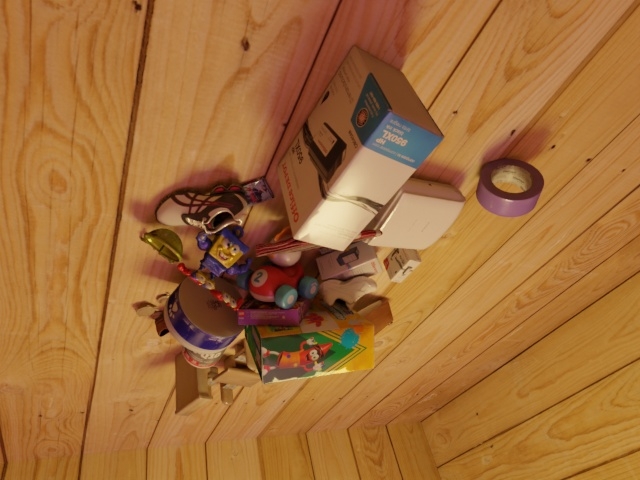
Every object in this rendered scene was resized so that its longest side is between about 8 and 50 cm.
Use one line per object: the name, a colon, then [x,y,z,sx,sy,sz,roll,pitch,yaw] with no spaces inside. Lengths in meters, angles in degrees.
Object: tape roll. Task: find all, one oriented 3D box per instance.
tape roll: [0.599,-0.169,1.373,0.189,0.189,0.080,-14,142,-3]

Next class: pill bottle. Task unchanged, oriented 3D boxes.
pill bottle: [-0.420,0.359,1.669,0.161,0.161,0.283,10,135,-29]

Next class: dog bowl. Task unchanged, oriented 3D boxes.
dog bowl: [-0.382,0.242,1.460,0.265,0.264,0.104,20,127,-37]

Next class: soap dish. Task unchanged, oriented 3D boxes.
soap dish: [0.171,0.387,1.860,0.291,0.118,0.229,-17,154,-53]

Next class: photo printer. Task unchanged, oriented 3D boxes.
photo printer: [0.313,-0.082,1.430,0.308,0.107,0.256,5,134,-30]

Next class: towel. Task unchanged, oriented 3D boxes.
towel: [0.000,0.000,1.293,0.237,0.037,0.329,-13,175,42]

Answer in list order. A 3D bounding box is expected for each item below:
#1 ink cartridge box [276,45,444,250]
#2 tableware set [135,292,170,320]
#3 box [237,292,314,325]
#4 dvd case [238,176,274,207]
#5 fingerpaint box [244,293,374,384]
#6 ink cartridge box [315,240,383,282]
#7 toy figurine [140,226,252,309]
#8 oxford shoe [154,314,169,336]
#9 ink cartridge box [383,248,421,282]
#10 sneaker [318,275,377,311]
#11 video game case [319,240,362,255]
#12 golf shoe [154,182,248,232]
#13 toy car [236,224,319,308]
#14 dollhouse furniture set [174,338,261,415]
ink cartridge box: [0.067,-0.209,1.058,0.166,0.285,0.395,14,132,-31]
tableware set: [-0.585,0.254,1.597,0.169,0.020,0.141,-23,146,2]
box: [-0.143,0.221,1.499,0.201,0.293,0.057,-1,98,9]
dvd case: [-0.206,-0.137,1.268,0.120,0.013,0.087,-20,141,3]
fingerpaint box: [-0.063,0.327,1.542,0.371,0.445,0.163,-3,98,-17]
ink cartridge box: [0.109,0.091,1.573,0.213,0.093,0.154,-21,153,8]
toy figurine: [-0.340,0.024,1.343,0.362,0.191,0.217,44,71,-22]
oxford shoe: [-0.521,0.289,1.596,0.212,0.076,0.076,-35,143,16]
ink cartridge box: [0.309,0.081,1.643,0.056,0.099,0.135,11,133,-29]
sneaker: [0.105,0.198,1.539,0.232,0.115,0.090,-5,151,-23]
video game case: [0.062,-0.038,1.473,0.193,0.023,0.212,-23,141,8]
golf shoe: [-0.337,-0.078,1.201,0.273,0.120,0.105,-13,143,7]
toy car: [-0.136,0.065,1.413,0.210,0.219,0.237,-16,117,-49]
dollhouse furniture set: [-0.428,0.632,1.920,0.362,0.256,0.394,-38,137,25]
